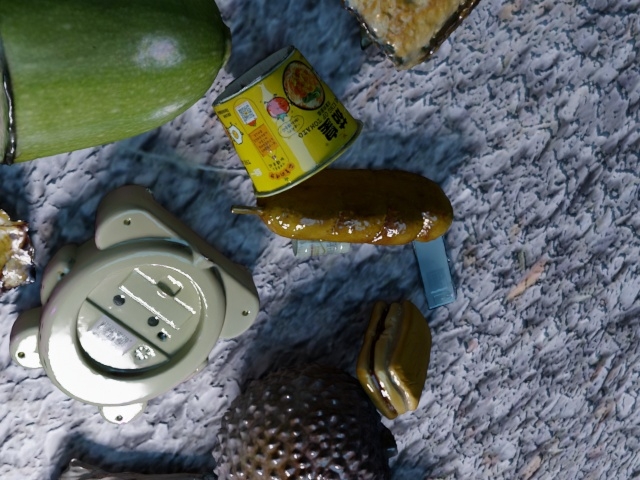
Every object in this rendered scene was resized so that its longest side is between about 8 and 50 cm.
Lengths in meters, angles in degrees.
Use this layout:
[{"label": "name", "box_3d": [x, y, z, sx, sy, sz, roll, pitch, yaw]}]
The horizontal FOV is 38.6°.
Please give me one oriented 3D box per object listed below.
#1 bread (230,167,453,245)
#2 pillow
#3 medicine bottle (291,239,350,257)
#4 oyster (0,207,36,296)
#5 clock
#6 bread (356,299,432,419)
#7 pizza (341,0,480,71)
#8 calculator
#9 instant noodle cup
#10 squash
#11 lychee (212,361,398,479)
[{"label": "bread", "box_3d": [0.033, -0.044, 1.355, 0.343, 0.124, 0.084, -1, 137, -18]}, {"label": "pillow", "box_3d": [-0.324, 0.432, 1.485, 0.270, 0.067, 0.173, 14, 115, -26]}, {"label": "medicine bottle", "box_3d": [0.000, 0.000, 1.399, 0.083, 0.047, 0.047, -4, 114, -15]}, {"label": "oyster", "box_3d": [-0.571, 0.019, 1.220, 0.360, 0.096, 0.221, -14, 121, -10]}, {"label": "clock", "box_3d": [-0.275, 0.105, 1.336, 0.309, 0.114, 0.284, -45, 119, 9]}, {"label": "bread", "box_3d": [0.120, 0.181, 1.432, 0.077, 0.200, 0.116, -15, 117, 24]}, {"label": "pizza", "box_3d": [0.126, -0.427, 1.228, 0.434, 0.080, 0.392, -16, 117, -7]}, {"label": "calculator", "box_3d": [0.183, 0.033, 1.482, 0.057, 0.018, 0.172, -21, 117, -8]}, {"label": "instant noodle cup", "box_3d": [-0.055, -0.168, 1.244, 0.182, 0.182, 0.144, -35, 109, 1]}, {"label": "squash", "box_3d": [-0.268, -0.265, 1.096, 0.308, 0.310, 0.311, -17, 118, -26]}, {"label": "lychee", "box_3d": [-0.019, 0.340, 1.414, 0.299, 0.300, 0.300, -6, 115, -13]}]
